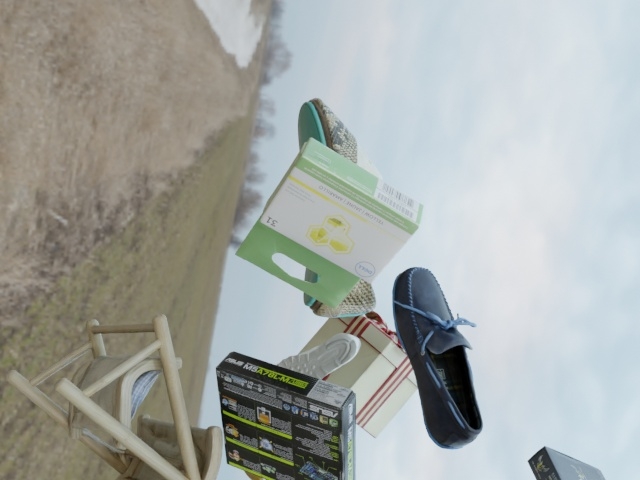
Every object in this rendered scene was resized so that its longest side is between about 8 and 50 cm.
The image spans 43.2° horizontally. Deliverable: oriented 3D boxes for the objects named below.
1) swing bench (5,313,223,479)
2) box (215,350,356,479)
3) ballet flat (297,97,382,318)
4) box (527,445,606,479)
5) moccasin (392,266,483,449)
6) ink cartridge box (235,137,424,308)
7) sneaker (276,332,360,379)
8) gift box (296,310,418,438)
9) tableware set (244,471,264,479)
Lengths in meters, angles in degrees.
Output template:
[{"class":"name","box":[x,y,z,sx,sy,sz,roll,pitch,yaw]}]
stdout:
[{"class":"swing bench","box":[-0.273,0.252,1.118,0.253,0.165,0.254,-9,-69,53]},{"class":"box","box":[-0.045,0.254,1.080,0.045,0.191,0.184,-47,142,-47]},{"class":"ballet flat","box":[0.050,-0.067,1.681,0.164,0.182,0.482,131,-40,-60]},{"class":"box","box":[0.526,0.532,1.588,0.059,0.183,0.232,-51,-150,23]},{"class":"moccasin","box":[0.234,0.202,1.478,0.117,0.138,0.341,-41,-119,55]},{"class":"ink cartridge box","box":[0.000,0.000,1.048,0.235,0.171,0.056,-53,-169,37]},{"class":"sneaker","box":[-0.010,0.295,1.923,0.090,0.235,0.095,66,9,7]},{"class":"gift box","box":[0.110,0.320,2.103,0.258,0.276,0.255,-48,-133,-6]},{"class":"tableware set","box":[-0.085,0.386,1.317,0.024,0.104,0.154,-46,142,-29]}]
